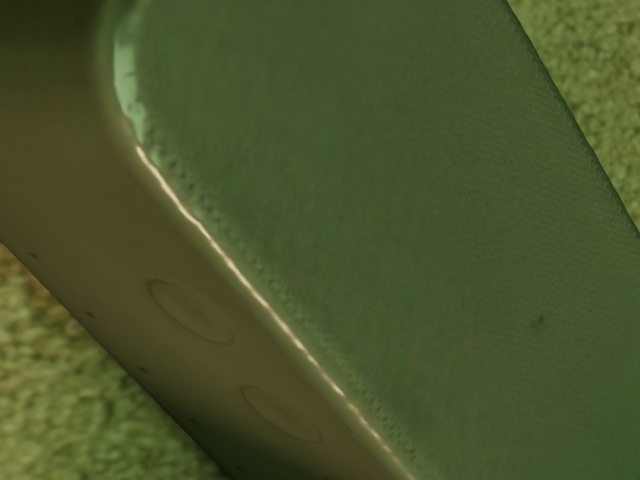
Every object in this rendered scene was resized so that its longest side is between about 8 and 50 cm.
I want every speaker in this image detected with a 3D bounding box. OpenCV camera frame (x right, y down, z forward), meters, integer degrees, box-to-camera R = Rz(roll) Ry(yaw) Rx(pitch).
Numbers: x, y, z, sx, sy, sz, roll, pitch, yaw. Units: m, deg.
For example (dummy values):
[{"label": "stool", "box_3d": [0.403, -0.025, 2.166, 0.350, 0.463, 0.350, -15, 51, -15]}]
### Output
[{"label": "speaker", "box_3d": [0.000, 0.000, 0.696, 0.406, 0.184, 0.183, 53, 57, -36]}]
